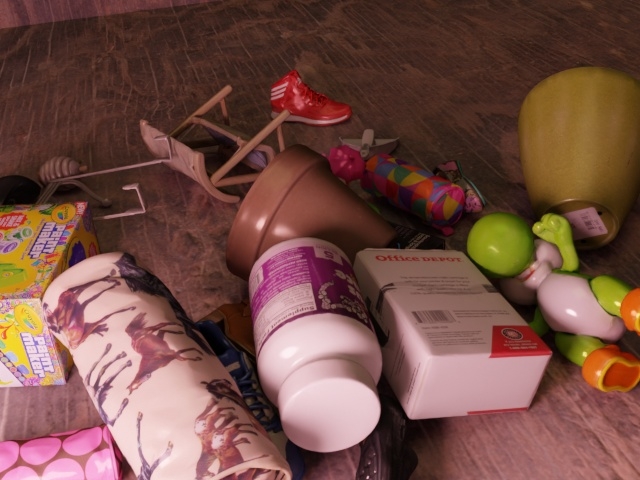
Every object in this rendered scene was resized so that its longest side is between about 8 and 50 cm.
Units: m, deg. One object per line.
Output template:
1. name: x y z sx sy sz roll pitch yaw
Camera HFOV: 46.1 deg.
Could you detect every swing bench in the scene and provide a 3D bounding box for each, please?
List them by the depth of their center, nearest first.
1. swing bench: -0.229 -0.210 1.702 0.255 0.165 0.253 -30 41 -26

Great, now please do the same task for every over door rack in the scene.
1. over door rack: -0.453 -0.073 1.527 0.325 0.108 0.239 -19 29 16

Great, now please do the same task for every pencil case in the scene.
1. pencil case: -0.214 0.192 0.957 0.183 0.160 0.410 -46 56 6
2. pencil case: -0.367 0.296 0.984 0.210 0.095 0.098 -7 32 -9
3. pencil case: 0.185 -0.099 1.535 0.105 0.104 0.236 -23 37 -27

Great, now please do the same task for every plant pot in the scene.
1. plant pot: 0.000 0.000 1.302 0.229 0.263 0.263 30 43 14
2. plant pot: 0.502 -0.134 1.438 0.275 0.274 0.293 7 49 16

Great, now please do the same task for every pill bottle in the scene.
1. pill bottle: -0.008 0.137 1.042 0.170 0.169 0.301 -8 33 -6

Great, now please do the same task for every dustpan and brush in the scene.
1. dustpan and brush: 0.110 -0.221 1.767 0.148 0.060 0.211 1 33 8

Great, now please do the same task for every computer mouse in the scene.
1. computer mouse: -0.688 -0.074 1.580 0.189 0.072 0.272 -15 26 18

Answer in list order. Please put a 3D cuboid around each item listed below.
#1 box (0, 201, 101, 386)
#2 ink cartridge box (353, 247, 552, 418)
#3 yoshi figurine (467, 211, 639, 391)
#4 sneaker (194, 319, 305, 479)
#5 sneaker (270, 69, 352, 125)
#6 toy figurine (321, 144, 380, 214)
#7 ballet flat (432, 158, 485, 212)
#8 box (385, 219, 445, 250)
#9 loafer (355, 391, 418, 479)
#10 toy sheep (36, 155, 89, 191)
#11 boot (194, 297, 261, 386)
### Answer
1. box: -0.540 0.085 1.253 0.279 0.176 0.290 -3 33 0
2. ink cartridge box: 0.177 0.128 1.123 0.197 0.114 0.272 1 30 -21
3. yoshi figurine: 0.349 0.067 1.177 0.204 0.202 0.362 -22 33 -15
4. sneaker: -0.124 0.224 1.033 0.112 0.130 0.296 -21 37 -27
5. sneaker: -0.030 -0.374 1.960 0.221 0.128 0.087 1 34 11
6. toy figurine: 0.037 -0.121 1.528 0.173 0.159 0.130 23 41 37
7. ballet flat: 0.280 -0.106 1.572 0.079 0.076 0.221 -22 27 6
8. box: 0.140 0.011 1.432 0.162 0.029 0.116 20 40 31
9. loafer: 0.089 0.283 0.965 0.078 0.076 0.223 19 28 -8
10. toy sheep: -0.588 -0.154 1.718 0.132 0.091 0.091 -16 30 15
11. boot: -0.094 0.146 1.208 0.152 0.072 0.197 -25 40 -36
